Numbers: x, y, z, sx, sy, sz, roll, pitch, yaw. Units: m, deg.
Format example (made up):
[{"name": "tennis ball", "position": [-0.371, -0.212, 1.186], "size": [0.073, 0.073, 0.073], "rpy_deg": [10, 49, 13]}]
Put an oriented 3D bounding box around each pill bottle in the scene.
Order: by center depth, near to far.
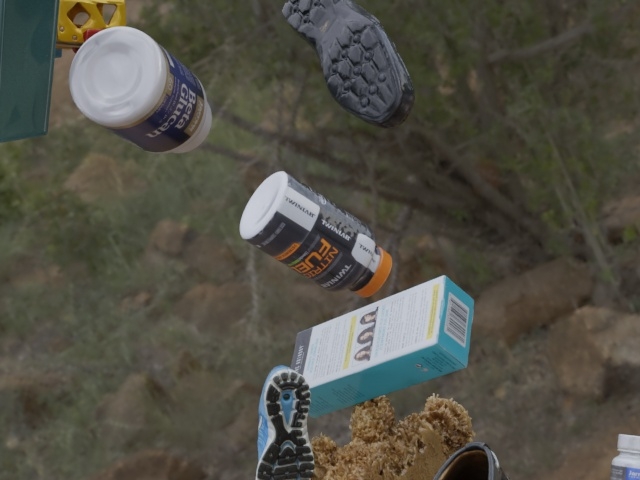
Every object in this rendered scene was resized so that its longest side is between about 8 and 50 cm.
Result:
[{"name": "pill bottle", "position": [-0.166, -0.137, 1.124], "size": [0.094, 0.094, 0.169], "rpy_deg": [-25, -14, 10]}, {"name": "pill bottle", "position": [0.430, 0.333, 1.560], "size": [0.078, 0.137, 0.078], "rpy_deg": [6, -7, 1]}, {"name": "pill bottle", "position": [0.000, 0.000, 1.899], "size": [0.130, 0.246, 0.130], "rpy_deg": [-44, 27, 29]}]

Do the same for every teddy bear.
[{"name": "teddy bear", "position": [0.100, 0.295, 1.406], "size": [0.113, 0.245, 0.338], "rpy_deg": [-28, 4, 34]}]

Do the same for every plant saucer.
[{"name": "plant saucer", "position": [-0.269, -0.170, 1.049], "size": [0.067, 0.192, 0.018], "rpy_deg": [-14, 44, -35]}]

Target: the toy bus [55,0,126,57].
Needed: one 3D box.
[{"name": "toy bus", "position": [-0.396, -0.340, 1.752], "size": [0.191, 0.104, 0.202], "rpy_deg": [-1, 2, 8]}]

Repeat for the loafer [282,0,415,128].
[{"name": "loafer", "position": [0.037, -0.173, 1.067], "size": [0.076, 0.078, 0.223], "rpy_deg": [-53, 40, 20]}]

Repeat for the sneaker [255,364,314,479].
[{"name": "sneaker", "position": [-0.040, 0.213, 1.286], "size": [0.063, 0.162, 0.073], "rpy_deg": [4, 12, -11]}]

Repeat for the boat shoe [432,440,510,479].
[{"name": "boat shoe", "position": [0.091, 0.246, 0.916], "size": [0.084, 0.079, 0.233], "rpy_deg": [-2, 22, 31]}]

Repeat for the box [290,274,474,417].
[{"name": "box", "position": [0.068, 0.132, 1.399], "size": [0.244, 0.060, 0.100], "rpy_deg": [-25, 39, 38]}]
